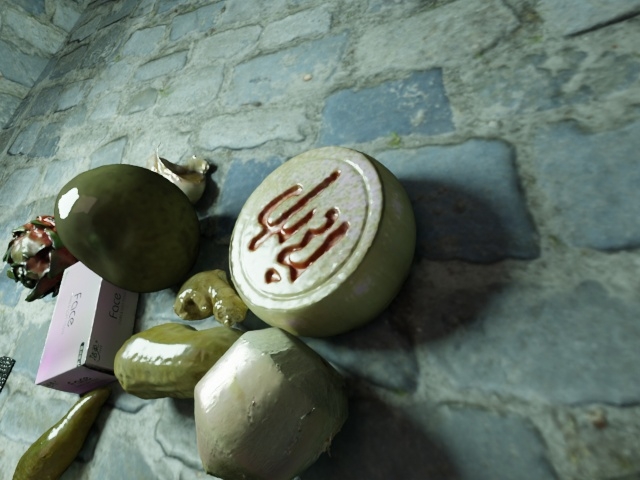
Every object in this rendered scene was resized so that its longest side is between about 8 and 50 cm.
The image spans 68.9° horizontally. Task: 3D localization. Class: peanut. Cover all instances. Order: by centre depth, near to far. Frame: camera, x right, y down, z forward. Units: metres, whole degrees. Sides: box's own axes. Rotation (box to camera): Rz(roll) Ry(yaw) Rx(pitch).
[{"bbox_3d":[-0.202,0.175,0.694,0.237,0.120,0.110,-14,89,24],"label":"peanut"}]

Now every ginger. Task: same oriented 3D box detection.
[{"bbox_3d":[-0.172,0.092,0.703,0.096,0.067,0.165,-28,23,-18],"label":"ginger"}]

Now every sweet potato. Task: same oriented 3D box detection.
[{"bbox_3d":[-0.448,0.349,0.788,0.077,0.077,0.243,26,81,44],"label":"sweet potato"}]

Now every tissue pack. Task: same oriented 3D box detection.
[{"bbox_3d":[-0.436,0.151,0.892,0.149,0.092,0.246,-25,51,24],"label":"tissue pack"}]

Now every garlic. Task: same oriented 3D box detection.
[{"bbox_3d":[-0.304,-0.128,0.972,0.175,0.099,0.124,31,99,44],"label":"garlic"}]

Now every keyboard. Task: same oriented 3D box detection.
[{"bbox_3d":[-0.750,0.358,1.050,0.060,0.018,0.195,-3,62,33],"label":"keyboard"}]

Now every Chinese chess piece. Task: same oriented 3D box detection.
[{"bbox_3d":[0.000,0.000,0.650,0.270,0.112,0.269,-18,54,28],"label":"Chinese chess piece"}]

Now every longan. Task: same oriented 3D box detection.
[{"bbox_3d":[-0.336,-0.024,0.825,0.246,0.246,0.214,23,99,43],"label":"longan"}]

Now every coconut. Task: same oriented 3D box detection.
[{"bbox_3d":[-0.063,0.200,0.536,0.171,0.171,0.182,31,81,44],"label":"coconut"}]

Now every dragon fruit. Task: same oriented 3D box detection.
[{"bbox_3d":[-0.609,0.027,1.049,0.182,0.182,0.189,8,28,40],"label":"dragon fruit"}]

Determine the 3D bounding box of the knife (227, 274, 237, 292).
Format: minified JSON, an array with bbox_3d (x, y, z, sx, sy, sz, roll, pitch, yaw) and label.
[{"bbox_3d":[-0.084,-0.010,0.783,0.047,0.017,0.297,25,80,38],"label":"knife"}]
